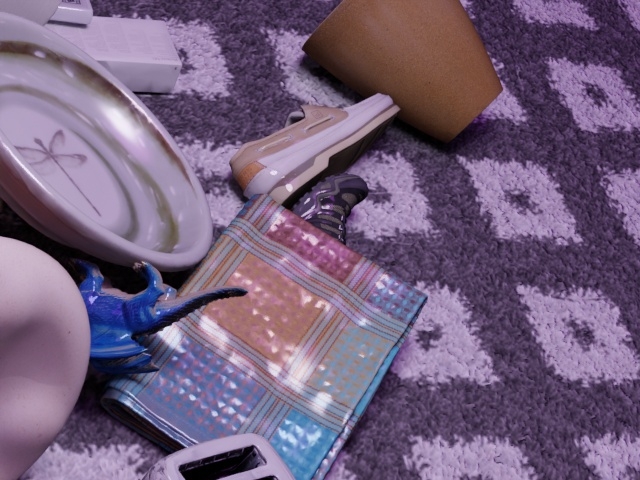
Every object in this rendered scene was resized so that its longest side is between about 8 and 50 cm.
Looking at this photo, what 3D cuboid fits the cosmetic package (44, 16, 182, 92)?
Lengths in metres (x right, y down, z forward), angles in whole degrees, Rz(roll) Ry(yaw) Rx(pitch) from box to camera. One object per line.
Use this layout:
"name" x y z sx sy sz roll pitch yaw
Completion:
"cosmetic package" -0.320 -0.257 2.041 0.239 0.060 0.099 0 45 -27

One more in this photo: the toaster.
"toaster" -0.123 0.290 1.533 0.227 0.146 0.129 -7 51 -44

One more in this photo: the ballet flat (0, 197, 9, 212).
"ballet flat" -0.429 -0.137 1.864 0.086 0.086 0.248 9 47 -19

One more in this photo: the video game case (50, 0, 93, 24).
"video game case" -0.436 -0.369 2.070 0.206 0.026 0.227 4 32 -21

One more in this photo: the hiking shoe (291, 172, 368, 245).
"hiking shoe" 0.000 0.000 1.953 0.114 0.086 0.227 45 55 9

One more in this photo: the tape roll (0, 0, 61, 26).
"tape roll" -0.498 -0.368 1.818 0.392 0.392 0.072 6 46 -22

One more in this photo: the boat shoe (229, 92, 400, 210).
"boat shoe" -0.003 -0.143 2.056 0.103 0.113 0.302 44 46 9

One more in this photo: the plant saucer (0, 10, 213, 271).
"plant saucer" -0.305 -0.099 1.784 0.400 0.100 0.400 41 21 -19

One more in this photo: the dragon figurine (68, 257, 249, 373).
"dragon figurine" -0.222 0.102 1.654 0.289 0.085 0.144 5 70 8

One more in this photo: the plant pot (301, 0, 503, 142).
"plant pot" 0.144 -0.276 2.198 0.254 0.237 0.237 46 44 -1

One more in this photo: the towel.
"towel" -0.058 0.127 1.772 0.271 0.040 0.370 32 54 4

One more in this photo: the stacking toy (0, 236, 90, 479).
"stacking toy" -0.492 0.040 1.537 0.350 0.351 0.480 -14 42 -36
